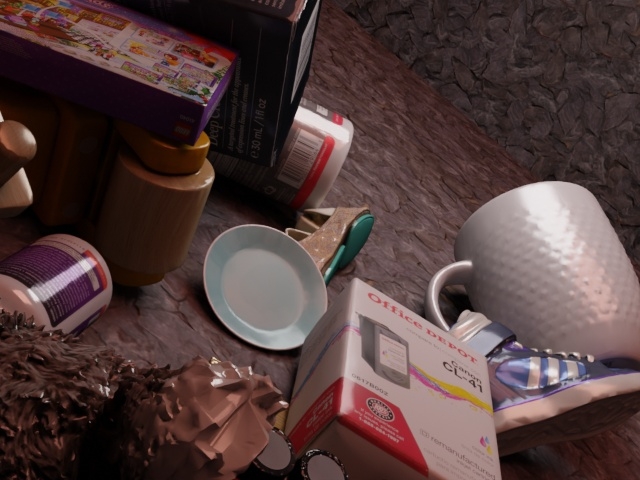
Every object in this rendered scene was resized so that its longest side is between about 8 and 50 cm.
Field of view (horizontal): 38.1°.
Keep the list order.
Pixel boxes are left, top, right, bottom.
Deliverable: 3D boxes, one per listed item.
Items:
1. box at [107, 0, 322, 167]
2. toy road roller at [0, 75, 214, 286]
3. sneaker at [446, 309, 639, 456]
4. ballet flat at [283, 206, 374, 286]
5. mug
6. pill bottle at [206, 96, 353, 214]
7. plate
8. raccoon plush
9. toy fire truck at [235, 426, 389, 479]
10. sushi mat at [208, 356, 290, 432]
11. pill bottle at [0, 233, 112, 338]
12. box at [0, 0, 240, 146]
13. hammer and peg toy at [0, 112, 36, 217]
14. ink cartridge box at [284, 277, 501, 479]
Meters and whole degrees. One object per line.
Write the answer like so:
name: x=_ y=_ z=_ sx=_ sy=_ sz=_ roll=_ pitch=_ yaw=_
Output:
box: x=-0.209 y=-0.317 z=1.296 sx=0.396 sy=0.293 sz=0.212 roll=17 pitch=56 yaw=3
toy road roller: x=-0.308 y=-0.100 z=1.121 sx=0.241 sy=0.202 sz=0.329 roll=-9 pitch=44 yaw=-42
sneaker: x=0.308 y=0.179 z=1.380 sx=0.323 sy=0.130 sz=0.236 roll=-11 pitch=50 yaw=-17
ballet flat: x=0.000 y=0.000 z=1.458 sx=0.106 sy=0.107 sz=0.316 roll=25 pitch=22 yaw=9
mug: x=0.359 y=0.112 z=1.571 sx=0.374 sy=0.276 sz=0.328 roll=-5 pitch=50 yaw=-13
pill bottle: x=-0.121 y=-0.184 z=1.522 sx=0.319 sy=0.176 sz=0.176 roll=26 pitch=25 yaw=-10
plate: x=-0.077 y=0.065 z=1.260 sx=0.188 sy=0.024 sz=0.188 roll=16 pitch=55 yaw=-24
raccoon plush: x=-0.221 y=0.075 z=0.658 sx=0.299 sy=0.446 sz=0.216 roll=50 pitch=38 yaw=-1
toy fire truck: x=-0.014 y=0.309 z=0.833 sx=0.217 sy=0.158 sz=0.246 roll=29 pitch=36 yaw=-17
sushi mat: x=-0.009 y=0.257 z=1.066 sx=0.317 sy=0.019 sz=0.151 roll=33 pitch=23 yaw=-8
pill bottle: x=-0.296 y=0.071 z=0.917 sx=0.108 sy=0.108 sz=0.193 roll=37 pitch=23 yaw=1
box: x=-0.255 y=-0.221 z=1.086 sx=0.293 sy=0.057 sz=0.201 roll=20 pitch=30 yaw=-4
hammer and peg toy: x=-0.377 y=-0.173 z=0.695 sx=0.266 sy=0.127 sz=0.361 roll=-10 pitch=72 yaw=-54
ink cartridge box: x=0.086 y=0.209 z=1.099 sx=0.226 sy=0.131 sz=0.306 roll=32 pitch=26 yaw=-10
